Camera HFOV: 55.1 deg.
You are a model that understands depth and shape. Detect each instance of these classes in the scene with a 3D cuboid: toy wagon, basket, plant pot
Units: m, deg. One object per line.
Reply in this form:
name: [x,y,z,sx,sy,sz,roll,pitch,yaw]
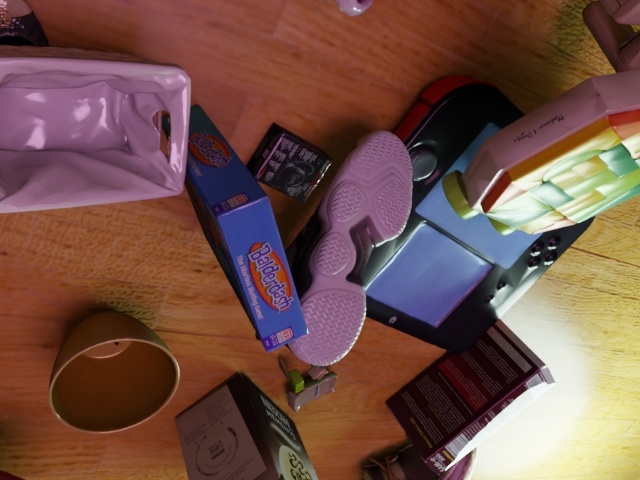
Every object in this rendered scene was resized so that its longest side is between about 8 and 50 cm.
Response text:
toy wagon: [0.310,-0.085,0.702,0.267,0.068,0.344,-30,154,29]
basket: [-0.205,-0.096,0.500,0.167,0.103,0.113,-9,117,-37]
plant pot: [-0.236,0.134,0.692,0.134,0.095,0.134,-13,126,-19]

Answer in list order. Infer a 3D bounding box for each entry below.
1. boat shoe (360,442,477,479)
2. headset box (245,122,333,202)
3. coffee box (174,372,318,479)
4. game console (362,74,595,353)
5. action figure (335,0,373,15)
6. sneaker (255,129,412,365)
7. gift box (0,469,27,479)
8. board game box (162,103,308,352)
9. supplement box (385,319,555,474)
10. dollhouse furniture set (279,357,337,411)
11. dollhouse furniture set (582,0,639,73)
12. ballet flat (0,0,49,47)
boat shoe: [0.125,0.443,1.080,0.342,0.123,0.123,-44,132,13]
headset box: [-0.032,-0.085,0.693,0.083,0.032,0.062,22,109,-38]
coffee box: [-0.069,0.343,0.788,0.119,0.297,0.168,-34,131,1]
game console: [0.192,-0.008,0.847,0.387,0.060,0.342,27,105,-37]
action figure: [-0.042,-0.384,0.434,0.370,0.248,0.276,16,156,-22]
sneaker: [0.000,0.000,0.690,0.101,0.153,0.268,31,72,-32]
gift box: [-0.434,0.370,0.623,0.255,0.276,0.258,23,111,5]
board game box: [-0.087,-0.019,0.593,0.047,0.210,0.160,-24,130,-13]
supplement box: [0.240,0.248,0.998,0.239,0.130,0.073,-38,131,1]
dollhouse furniture set: [-0.020,0.183,0.887,0.076,0.058,0.151,-25,149,-21]
dollhouse furniture set: [0.394,-0.347,0.591,0.394,0.256,0.362,-9,158,-32]
ballet flat: [-0.258,-0.130,0.531,0.057,0.049,0.173,-9,125,-18]
